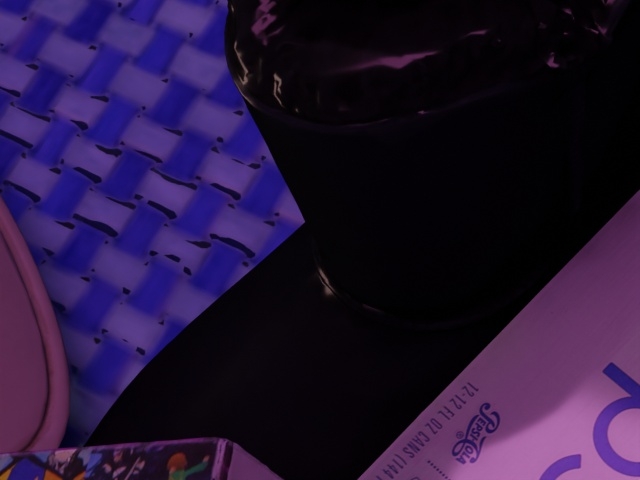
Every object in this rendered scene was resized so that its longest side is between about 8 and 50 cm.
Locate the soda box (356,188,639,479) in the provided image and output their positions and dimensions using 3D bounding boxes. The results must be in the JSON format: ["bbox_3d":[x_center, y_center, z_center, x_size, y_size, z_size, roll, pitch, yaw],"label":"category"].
[{"bbox_3d":[0.112,0.041,0.460,0.286,0.098,0.091,-44,65,-11],"label":"soda box"}]

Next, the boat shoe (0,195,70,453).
[{"bbox_3d":[-0.204,-0.018,0.562,0.335,0.095,0.112,44,44,20],"label":"boat shoe"}]

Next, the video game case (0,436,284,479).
[{"bbox_3d":[-0.126,0.154,0.393,0.232,0.042,0.210,-9,57,30],"label":"video game case"}]

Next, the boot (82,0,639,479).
[{"bbox_3d":[0.000,0.000,0.439,0.246,0.207,0.094,-43,66,-9],"label":"boot"}]
